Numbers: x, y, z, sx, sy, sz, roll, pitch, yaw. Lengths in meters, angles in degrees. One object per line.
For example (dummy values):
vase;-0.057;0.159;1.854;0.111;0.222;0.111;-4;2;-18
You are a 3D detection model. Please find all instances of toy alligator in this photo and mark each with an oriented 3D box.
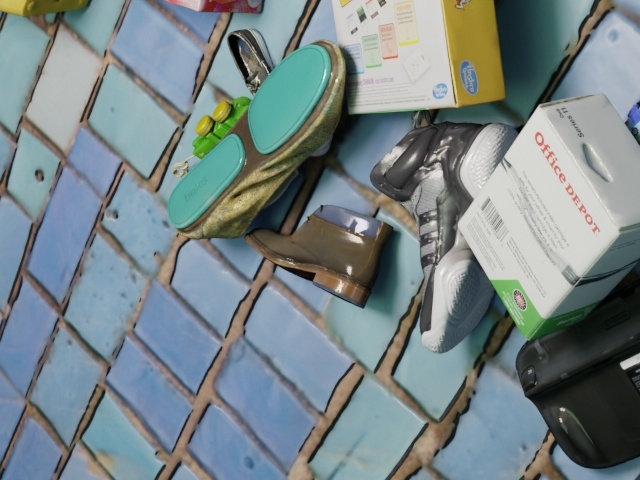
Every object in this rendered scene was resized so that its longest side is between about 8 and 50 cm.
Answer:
toy alligator;-0.135;-0.143;1.638;0.189;0.056;0.051;-32;33;43

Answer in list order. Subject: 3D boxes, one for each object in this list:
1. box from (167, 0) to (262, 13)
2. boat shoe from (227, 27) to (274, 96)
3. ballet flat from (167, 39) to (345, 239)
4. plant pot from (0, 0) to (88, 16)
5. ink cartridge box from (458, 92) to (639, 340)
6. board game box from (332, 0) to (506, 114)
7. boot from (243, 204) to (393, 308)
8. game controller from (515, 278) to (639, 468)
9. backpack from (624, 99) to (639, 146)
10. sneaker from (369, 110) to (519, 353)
box;-0.195;-0.379;1.594;0.257;0.122;0.128;24;110;33
boat shoe;-0.078;-0.204;1.584;0.049;0.040;0.142;-34;77;37
ballet flat;-0.055;-0.114;1.536;0.348;0.123;0.123;-43;71;34
plant pot;-0.407;-0.419;1.710;0.187;0.212;0.212;36;118;16
ink cartridge box;0.240;-0.022;1.235;0.153;0.087;0.208;63;151;22
board game box;0.088;-0.299;1.351;0.242;0.064;0.317;9;109;63
boot;0.000;0.000;1.556;0.219;0.082;0.106;26;88;41
game controller;0.346;0.127;1.296;0.319;0.067;0.166;-35;91;42
backpack;0.356;-0.074;1.226;0.158;0.117;0.173;54;127;19
sneaker;0.129;-0.016;1.423;0.153;0.101;0.269;22;104;34
